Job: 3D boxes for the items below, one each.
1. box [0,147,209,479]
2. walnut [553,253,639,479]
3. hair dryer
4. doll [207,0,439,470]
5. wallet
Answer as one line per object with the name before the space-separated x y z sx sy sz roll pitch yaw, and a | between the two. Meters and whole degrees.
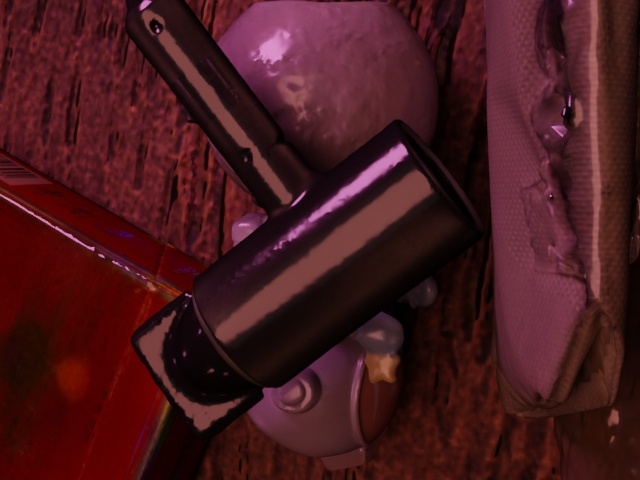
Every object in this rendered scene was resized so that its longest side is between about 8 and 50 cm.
box | -0.214 0.060 0.962 0.313 0.089 0.197 29 105 22
walnut | 0.214 0.087 0.714 0.178 0.178 0.230 5 85 26
hair dryer | -0.062 -0.045 0.726 0.195 0.078 0.248 -37 86 12
doll | 0.000 0.000 0.824 0.151 0.151 0.287 4 99 26
wallet | 0.116 -0.067 0.676 0.068 0.275 0.335 0 92 4
